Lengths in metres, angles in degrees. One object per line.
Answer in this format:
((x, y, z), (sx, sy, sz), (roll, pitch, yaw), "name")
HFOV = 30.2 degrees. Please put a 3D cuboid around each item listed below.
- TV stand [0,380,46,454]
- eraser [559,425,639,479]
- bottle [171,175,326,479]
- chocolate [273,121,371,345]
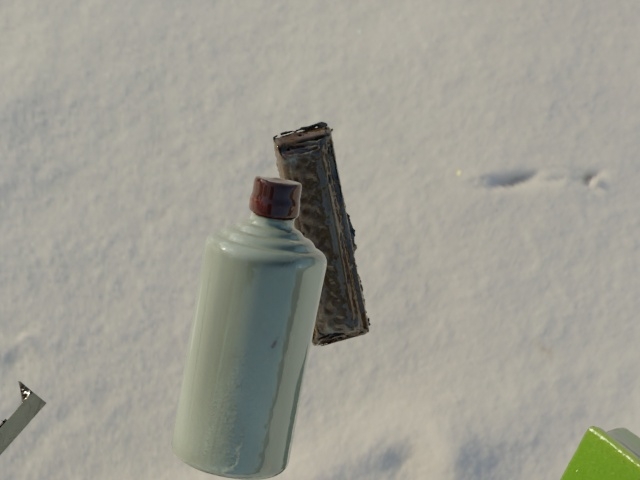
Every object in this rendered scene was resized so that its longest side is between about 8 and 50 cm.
((-0.470, 0.300, 1.574), (0.040, 0.049, 0.256), (34, 75, 26), "TV stand")
((0.424, 0.393, 1.528), (0.092, 0.210, 0.274), (9, 21, -42), "eraser")
((-0.056, 0.068, 0.987), (0.104, 0.245, 0.104), (11, 8, -2), "bottle")
((0.004, 0.001, 1.647), (0.102, 0.329, 0.065), (-14, 21, -9), "chocolate")
